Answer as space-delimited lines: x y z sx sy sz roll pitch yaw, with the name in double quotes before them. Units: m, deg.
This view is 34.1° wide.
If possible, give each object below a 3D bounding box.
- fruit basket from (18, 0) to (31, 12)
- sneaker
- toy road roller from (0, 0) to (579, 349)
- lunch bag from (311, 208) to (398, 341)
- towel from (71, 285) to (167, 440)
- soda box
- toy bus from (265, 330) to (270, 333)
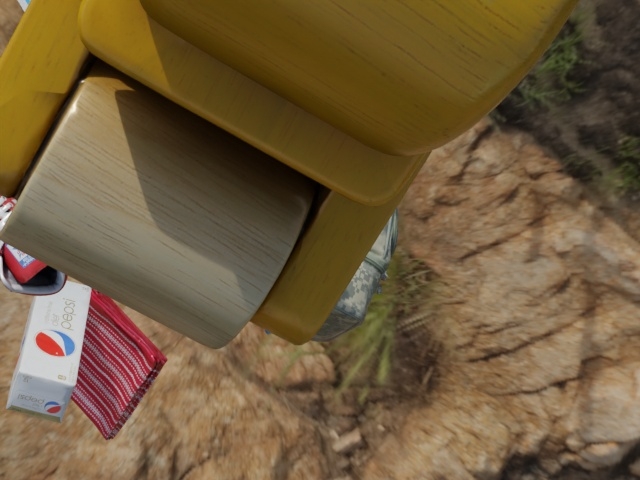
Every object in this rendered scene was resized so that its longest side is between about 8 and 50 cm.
"fruit basket" -0.100 -0.161 1.043 0.165 0.353 0.327 -34 84 33
"sneaker" -0.197 -0.012 0.630 0.042 0.067 0.118 -44 121 -1
"toy road roller" -0.021 -0.090 0.465 0.202 0.240 0.329 29 103 -15
"lunch bag" 0.000 0.000 1.639 0.212 0.305 0.256 24 72 -6
"towel" -0.387 0.216 1.839 0.199 0.275 0.031 45 40 11
"soda box" -0.354 0.138 1.372 0.074 0.216 0.069 17 118 -16
"toy bus" -0.125 0.010 1.188 0.104 0.191 0.202 -24 126 -7
